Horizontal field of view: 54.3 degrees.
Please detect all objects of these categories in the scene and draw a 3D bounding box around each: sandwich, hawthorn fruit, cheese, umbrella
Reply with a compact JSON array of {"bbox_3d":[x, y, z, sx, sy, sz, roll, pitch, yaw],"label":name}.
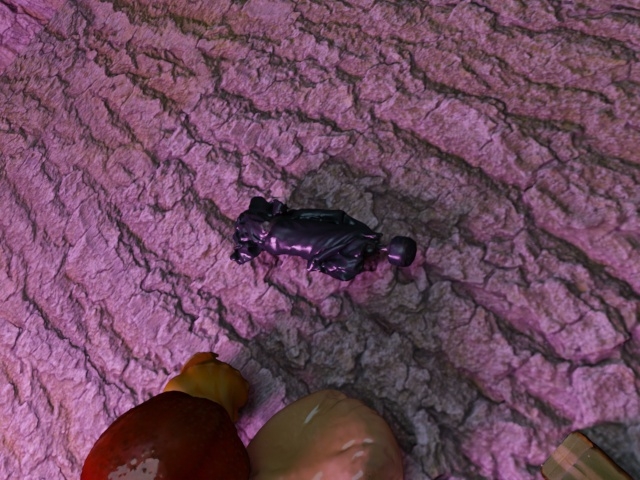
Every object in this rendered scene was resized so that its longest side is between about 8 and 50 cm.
[{"bbox_3d":[0.334,0.297,0.740,0.116,0.074,0.074,43,89,7],"label":"sandwich"},{"bbox_3d":[-0.220,0.319,0.816,0.205,0.205,0.253,17,38,37],"label":"hawthorn fruit"},{"bbox_3d":[-0.001,0.319,0.869,0.226,0.117,0.214,-48,47,-8],"label":"cheese"},{"bbox_3d":[0.000,0.003,1.050,0.349,0.094,0.143,8,63,32],"label":"umbrella"}]

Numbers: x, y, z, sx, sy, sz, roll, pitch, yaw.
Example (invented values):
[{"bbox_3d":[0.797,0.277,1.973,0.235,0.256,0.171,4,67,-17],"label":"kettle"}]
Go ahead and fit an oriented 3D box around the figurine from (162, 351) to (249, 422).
[{"bbox_3d":[-0.213,0.298,1.000,0.246,0.131,0.156,-59,16,-8],"label":"figurine"}]
